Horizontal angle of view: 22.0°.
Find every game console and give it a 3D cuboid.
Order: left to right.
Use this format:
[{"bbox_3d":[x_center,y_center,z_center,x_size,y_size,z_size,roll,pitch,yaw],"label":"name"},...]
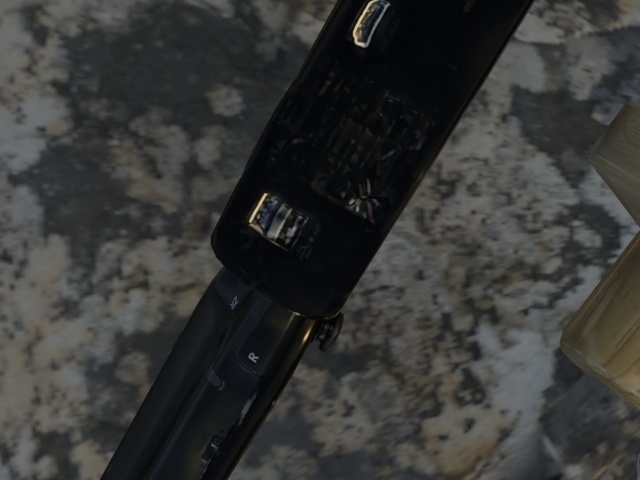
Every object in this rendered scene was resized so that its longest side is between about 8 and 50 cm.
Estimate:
[{"bbox_3d":[0.000,0.000,0.507,0.044,0.213,0.361,33,123,2],"label":"game console"}]

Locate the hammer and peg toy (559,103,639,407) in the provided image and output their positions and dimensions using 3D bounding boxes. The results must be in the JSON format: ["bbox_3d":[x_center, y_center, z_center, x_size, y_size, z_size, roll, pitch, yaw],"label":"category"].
[{"bbox_3d":[0.253,0.093,0.478,0.361,0.266,0.127,36,87,39],"label":"hammer and peg toy"}]

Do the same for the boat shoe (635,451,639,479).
[{"bbox_3d":[0.203,0.109,0.846,0.079,0.227,0.081,10,80,14],"label":"boat shoe"}]
